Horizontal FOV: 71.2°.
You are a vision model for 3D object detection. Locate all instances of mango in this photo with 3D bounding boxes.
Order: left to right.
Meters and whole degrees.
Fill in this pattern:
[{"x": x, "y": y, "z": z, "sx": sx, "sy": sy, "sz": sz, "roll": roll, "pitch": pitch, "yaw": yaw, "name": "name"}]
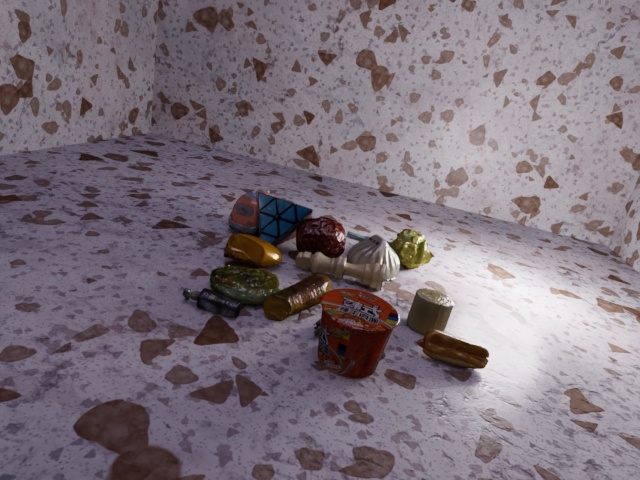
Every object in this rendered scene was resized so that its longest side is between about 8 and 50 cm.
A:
[{"x": -0.282, "y": 0.047, "z": 1.918, "sx": 0.251, "sy": 0.126, "sz": 0.154, "roll": 15, "pitch": -1, "yaw": -17, "name": "mango"}]

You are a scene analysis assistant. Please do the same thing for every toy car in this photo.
[{"x": -0.335, "y": -0.150, "z": 2.273, "sx": 0.180, "sy": 0.213, "sz": 0.270, "roll": 20, "pitch": 22, "yaw": 20, "name": "toy car"}]

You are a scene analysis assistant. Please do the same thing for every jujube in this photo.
[{"x": 0.000, "y": 0.000, "z": 2.080, "sx": 0.231, "sy": 0.213, "sz": 0.213, "roll": 1, "pitch": 22, "yaw": -7, "name": "jujube"}]

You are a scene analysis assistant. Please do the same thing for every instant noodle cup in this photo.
[{"x": 0.104, "y": 0.293, "z": 1.397, "sx": 0.250, "sy": 0.192, "sz": 0.250, "roll": 10, "pitch": 20, "yaw": -4, "name": "instant noodle cup"}]

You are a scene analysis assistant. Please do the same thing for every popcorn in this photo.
[{"x": 0.457, "y": 0.048, "z": 2.231, "sx": 0.216, "sy": 0.181, "sz": 0.235, "roll": 39, "pitch": 1, "yaw": 10, "name": "popcorn"}]

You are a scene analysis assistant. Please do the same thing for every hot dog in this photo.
[{"x": 0.451, "y": 0.374, "z": 1.537, "sx": 0.248, "sy": 0.102, "sz": 0.076, "roll": 16, "pitch": -21, "yaw": 3, "name": "hot dog"}]

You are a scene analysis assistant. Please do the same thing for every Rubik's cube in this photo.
[{"x": -0.183, "y": -0.084, "z": 2.156, "sx": 0.228, "sy": 0.229, "sz": 0.233, "roll": 3, "pitch": 22, "yaw": -19, "name": "Rubik's cube"}]

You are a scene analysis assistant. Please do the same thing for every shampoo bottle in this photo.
[{"x": -0.376, "y": 0.210, "z": 1.537, "sx": 0.207, "sy": 0.064, "sz": 0.057, "roll": 18, "pitch": 31, "yaw": 10, "name": "shampoo bottle"}]

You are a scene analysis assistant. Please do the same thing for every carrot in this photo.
[{"x": -0.072, "y": 0.204, "z": 1.645, "sx": 0.114, "sy": 0.114, "sz": 0.301, "roll": 25, "pitch": 26, "yaw": 31, "name": "carrot"}]

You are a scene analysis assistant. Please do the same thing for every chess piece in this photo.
[{"x": 0.082, "y": 0.122, "z": 1.960, "sx": 0.396, "sy": 0.117, "sz": 0.117, "roll": 12, "pitch": 20, "yaw": 5, "name": "chess piece"}]

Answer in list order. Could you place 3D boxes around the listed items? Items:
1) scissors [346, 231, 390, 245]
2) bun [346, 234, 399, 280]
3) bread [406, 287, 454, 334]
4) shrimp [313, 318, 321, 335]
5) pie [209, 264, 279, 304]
[{"x": 0.270, "y": -0.003, "z": 2.491, "sx": 0.255, "sy": 0.030, "sz": 0.125, "roll": 17, "pitch": 19, "yaw": 8, "name": "scissors"}, {"x": 0.259, "y": 0.061, "z": 2.119, "sx": 0.262, "sy": 0.175, "sz": 0.263, "roll": 10, "pitch": 19, "yaw": -3, "name": "bun"}, {"x": 0.416, "y": 0.273, "z": 1.701, "sx": 0.148, "sy": 0.142, "sz": 0.133, "roll": 25, "pitch": 21, "yaw": 28, "name": "bread"}, {"x": 0.065, "y": 0.300, "z": 1.564, "sx": 0.217, "sy": 0.051, "sz": 0.115, "roll": -3, "pitch": 27, "yaw": -41, "name": "shrimp"}, {"x": -0.281, "y": 0.157, "z": 1.700, "sx": 0.276, "sy": 0.079, "sz": 0.277, "roll": 12, "pitch": 21, "yaw": -5, "name": "pie"}]
